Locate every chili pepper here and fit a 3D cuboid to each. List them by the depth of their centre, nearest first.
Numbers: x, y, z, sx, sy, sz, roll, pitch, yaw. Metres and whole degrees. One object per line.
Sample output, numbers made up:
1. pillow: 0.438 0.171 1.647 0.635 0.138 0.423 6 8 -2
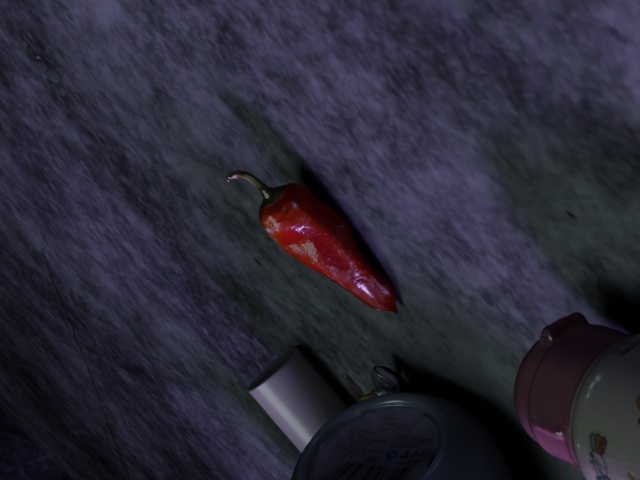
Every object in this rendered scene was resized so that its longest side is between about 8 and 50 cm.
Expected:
1. chili pepper: 0.001 -0.001 1.245 0.191 0.050 0.059 41 160 -21

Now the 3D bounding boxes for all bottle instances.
1. bottle: 0.225 0.120 0.927 0.253 0.120 0.120 20 147 53

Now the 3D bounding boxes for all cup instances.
1. cup: 0.107 0.294 1.365 0.205 0.205 0.312 21 146 50

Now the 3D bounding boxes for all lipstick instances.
1. lipstick: 0.033 0.227 1.570 0.254 0.070 0.070 49 160 -6

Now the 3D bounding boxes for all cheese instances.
1. cheese: 0.067 0.162 1.432 0.086 0.036 0.162 36 158 24
